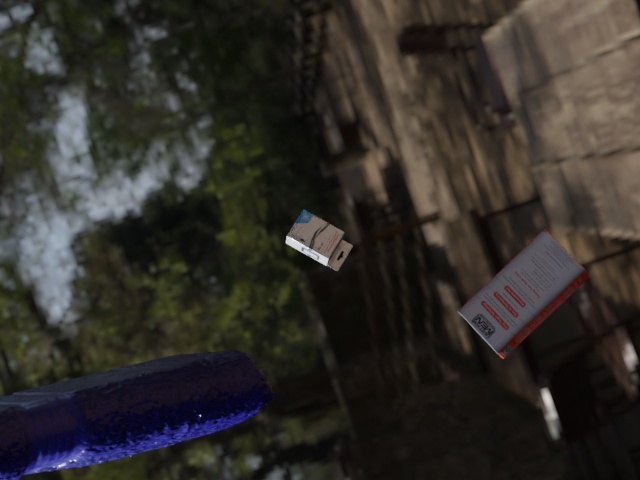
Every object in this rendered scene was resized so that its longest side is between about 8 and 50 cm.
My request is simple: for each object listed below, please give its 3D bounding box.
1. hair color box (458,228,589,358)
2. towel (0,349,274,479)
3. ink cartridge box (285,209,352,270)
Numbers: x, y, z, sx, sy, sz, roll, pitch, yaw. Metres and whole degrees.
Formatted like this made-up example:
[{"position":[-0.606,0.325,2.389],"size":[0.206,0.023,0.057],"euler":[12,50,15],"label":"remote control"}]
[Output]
[{"position":[0.237,0.063,1.840],"size":[0.072,0.141,0.043],"euler":[48,-178,21],"label":"hair color box"},{"position":[-0.212,0.155,1.231],"size":[0.227,0.308,0.076],"euler":[-11,92,65],"label":"towel"},{"position":[0.000,0.000,2.168],"size":[0.083,0.048,0.028],"euler":[29,157,6],"label":"ink cartridge box"}]
